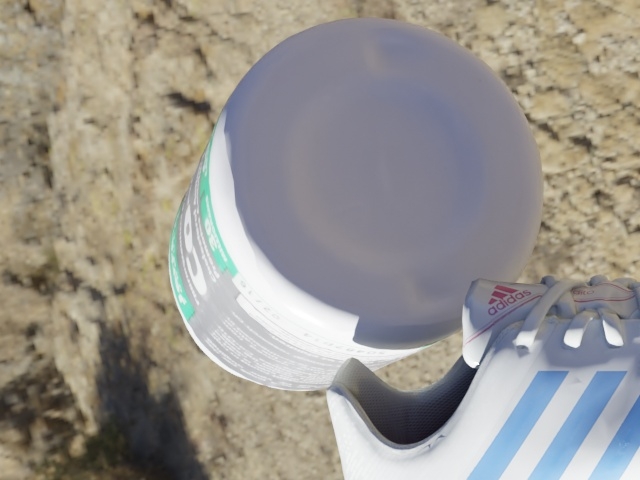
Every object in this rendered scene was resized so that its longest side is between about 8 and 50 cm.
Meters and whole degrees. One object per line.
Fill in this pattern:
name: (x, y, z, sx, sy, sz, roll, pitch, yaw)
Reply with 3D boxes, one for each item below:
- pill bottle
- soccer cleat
pill bottle: (0.000, 0.000, 0.864, 0.361, 0.204, 0.204, 133, 118, -72)
soccer cleat: (0.156, 0.067, 0.622, 0.331, 0.116, 0.143, -24, 97, 13)
